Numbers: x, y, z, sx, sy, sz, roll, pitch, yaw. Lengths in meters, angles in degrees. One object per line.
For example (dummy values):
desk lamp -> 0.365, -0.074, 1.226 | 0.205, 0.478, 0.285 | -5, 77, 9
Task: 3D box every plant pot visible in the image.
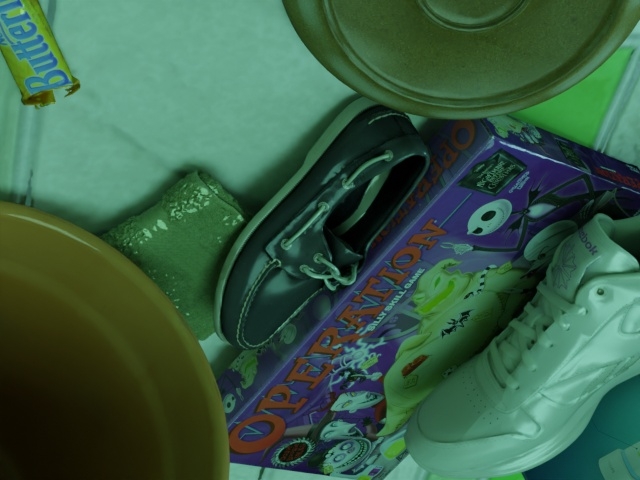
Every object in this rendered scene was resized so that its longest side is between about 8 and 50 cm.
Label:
plant pot -> -0.231, 0.148, 0.999 | 0.291, 0.290, 0.203 | 10, 144, -33
plant pot -> 0.091, -0.163, 0.938 | 0.236, 0.032, 0.236 | -1, 128, -1

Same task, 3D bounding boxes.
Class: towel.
towel -> -0.086, 0.015, 1.098 | 0.110, 0.027, 0.148 | -33, 140, 10

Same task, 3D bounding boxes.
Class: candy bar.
candy bar -> -0.179, -0.137, 0.902 | 0.040, 0.018, 0.161 | -21, 138, -3

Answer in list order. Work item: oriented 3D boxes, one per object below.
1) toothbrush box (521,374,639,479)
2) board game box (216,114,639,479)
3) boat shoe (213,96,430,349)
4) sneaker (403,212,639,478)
toothbrush box -> 0.296, 0.118, 1.246 | 0.296, 0.216, 0.126 | -34, 139, 9
board game box -> 0.075, 0.054, 1.189 | 0.208, 0.056, 0.347 | 18, 124, -39
boat shoe -> 0.000, 0.000, 1.064 | 0.075, 0.065, 0.206 | 18, 111, -50
sneaker -> 0.182, 0.060, 1.164 | 0.305, 0.114, 0.152 | -32, 125, 6
